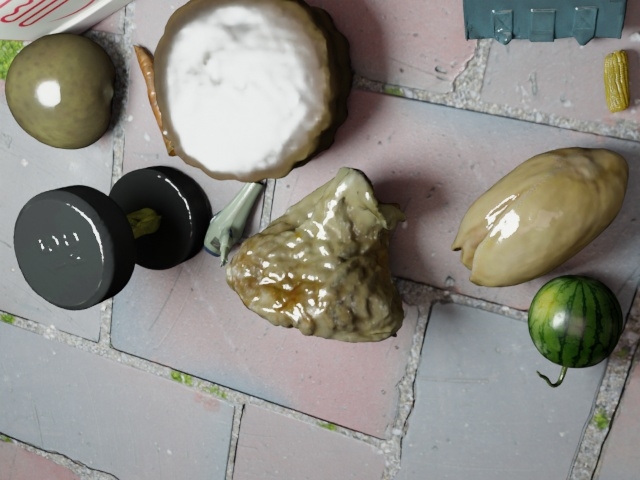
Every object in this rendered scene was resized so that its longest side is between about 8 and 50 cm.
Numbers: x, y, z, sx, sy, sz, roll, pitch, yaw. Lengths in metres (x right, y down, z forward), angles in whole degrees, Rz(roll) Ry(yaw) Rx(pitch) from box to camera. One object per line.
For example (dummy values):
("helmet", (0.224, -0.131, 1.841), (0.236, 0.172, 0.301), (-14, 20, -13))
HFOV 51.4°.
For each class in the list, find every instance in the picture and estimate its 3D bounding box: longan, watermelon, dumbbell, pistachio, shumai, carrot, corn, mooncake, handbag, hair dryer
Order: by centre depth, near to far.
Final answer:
("handbag", (0.324, -0.363, 0.964), (0.229, 0.062, 0.179), (5, 146, 21))
("corn", (0.447, -0.239, 1.002), (0.037, 0.037, 0.092), (-6, 103, 21))
("pistachio", (0.339, -0.036, 1.028), (0.293, 0.182, 0.162), (-42, 50, 21))
("watermelon", (0.400, 0.147, 1.062), (0.141, 0.141, 0.187), (14, 111, 16))
("shumai", (0.000, 0.000, 1.097), (0.314, 0.267, 0.262), (10, 109, 11))
("mooncake", (-0.108, -0.260, 1.118), (0.324, 0.187, 0.323), (5, 105, 17))
("dumbbell", (-0.361, -0.017, 1.194), (0.204, 0.322, 0.203), (5, 105, 19))
("hair dryer", (-0.151, -0.038, 1.200), (0.067, 0.199, 0.167), (29, 89, -15))
("longan", (-0.484, -0.281, 1.245), (0.197, 0.196, 0.220), (27, 118, 12))
("carrot", (-0.303, -0.274, 1.264), (0.057, 0.057, 0.224), (-22, 89, 23))

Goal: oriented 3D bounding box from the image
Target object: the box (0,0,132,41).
("box", (-0.496, -0.540, 1.123), (0.312, 0.300, 0.314), (-21, 95, 23))
